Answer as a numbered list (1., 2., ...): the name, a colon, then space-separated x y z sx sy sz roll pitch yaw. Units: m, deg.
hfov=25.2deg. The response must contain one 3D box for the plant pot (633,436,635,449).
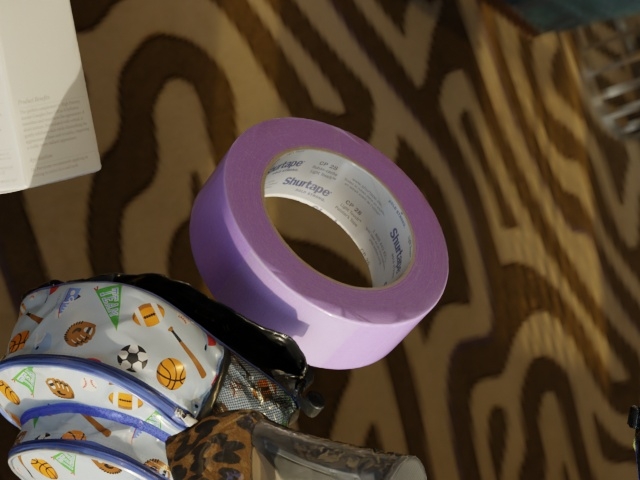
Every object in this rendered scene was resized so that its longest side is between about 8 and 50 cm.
1. plant pot: 0.436 0.201 1.245 0.207 0.227 0.228 -47 147 -7

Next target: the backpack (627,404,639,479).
1. backpack: 0.207 0.103 0.666 0.084 0.114 0.105 19 49 -13

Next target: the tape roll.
1. tape roll: 0.000 0.000 1.540 0.275 0.090 0.275 21 44 -22

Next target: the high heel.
1. high heel: -0.082 0.190 0.802 0.261 0.186 0.093 -38 121 -40

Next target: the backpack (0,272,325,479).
1. backpack: -0.189 0.158 1.378 0.263 0.276 0.213 47 45 -26

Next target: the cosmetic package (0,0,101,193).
1. cosmetic package: -0.303 -0.168 1.420 0.117 0.085 0.231 -20 102 -56
